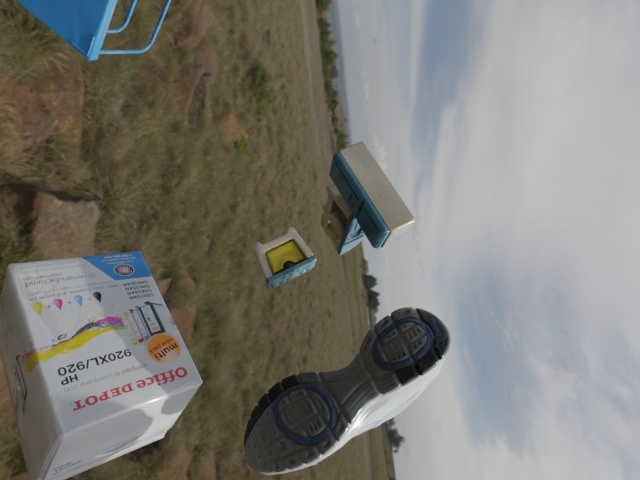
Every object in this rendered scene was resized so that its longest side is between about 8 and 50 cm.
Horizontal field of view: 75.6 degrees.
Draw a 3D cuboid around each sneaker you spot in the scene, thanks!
[{"bbox_3d":[0.043,0.211,0.530,0.111,0.297,0.129,59,-2,44],"label":"sneaker"}]

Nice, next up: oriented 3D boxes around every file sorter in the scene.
[{"bbox_3d":[-0.268,-0.306,0.458,0.118,0.170,0.104,-50,-178,29],"label":"file sorter"}]

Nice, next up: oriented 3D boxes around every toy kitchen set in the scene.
[{"bbox_3d":[0.000,0.000,0.556,0.122,0.166,0.207,60,-15,18],"label":"toy kitchen set"}]

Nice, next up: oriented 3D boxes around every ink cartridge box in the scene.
[{"bbox_3d":[-0.305,0.160,0.557,0.171,0.168,0.232,-6,52,-47],"label":"ink cartridge box"}]
